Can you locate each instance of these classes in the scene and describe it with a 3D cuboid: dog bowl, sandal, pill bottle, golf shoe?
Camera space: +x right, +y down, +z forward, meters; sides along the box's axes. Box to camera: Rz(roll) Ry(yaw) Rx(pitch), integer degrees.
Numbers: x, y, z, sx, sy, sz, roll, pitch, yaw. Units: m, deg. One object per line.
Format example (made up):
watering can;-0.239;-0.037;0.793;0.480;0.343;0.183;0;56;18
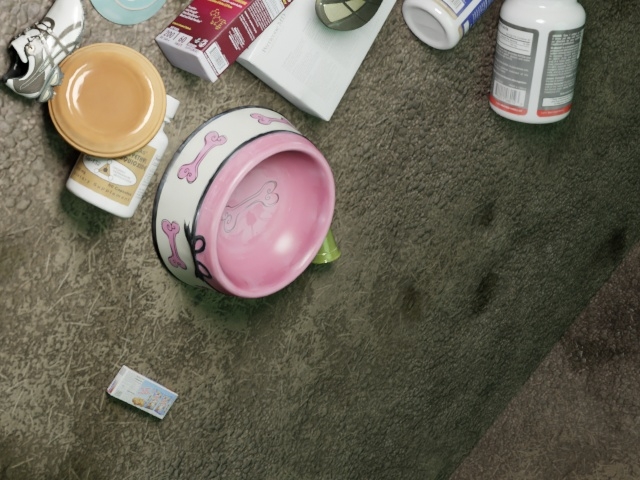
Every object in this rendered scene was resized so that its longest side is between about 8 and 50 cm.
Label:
dog bowl;-0.137;-0.062;2.117;0.408;0.150;0.408;-26;129;-37
sandal;0.075;-0.509;1.994;0.303;0.086;0.120;-55;137;-32
pill bottle;0.317;-0.567;2.312;0.264;0.153;0.153;-49;140;-15
golf shoe;-0.448;-0.323;1.673;0.094;0.077;0.198;14;100;-50
pill bottle;0.541;-0.491;2.561;0.210;0.210;0.363;-23;128;-38
pill bottle;-0.346;-0.167;1.835;0.131;0.131;0.229;25;93;-52

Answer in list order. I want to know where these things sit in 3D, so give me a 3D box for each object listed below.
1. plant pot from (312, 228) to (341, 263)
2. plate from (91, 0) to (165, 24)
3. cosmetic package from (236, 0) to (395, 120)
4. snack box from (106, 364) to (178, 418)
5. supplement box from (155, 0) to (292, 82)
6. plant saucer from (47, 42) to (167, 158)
plant pot;0.000;0.000;2.372;0.083;0.083;0.079;-26;117;-36
plate;-0.319;-0.461;1.775;0.188;0.024;0.188;-27;130;-37
cosmetic package;0.002;-0.469;2.067;0.284;0.097;0.377;32;87;-53
snack box;-0.375;0.323;2.186;0.064;0.022;0.178;-57;141;-7
supplement box;-0.170;-0.408;1.886;0.239;0.130;0.073;-49;140;-17
plant saucer;-0.360;-0.239;1.748;0.200;0.037;0.200;1;86;-11
